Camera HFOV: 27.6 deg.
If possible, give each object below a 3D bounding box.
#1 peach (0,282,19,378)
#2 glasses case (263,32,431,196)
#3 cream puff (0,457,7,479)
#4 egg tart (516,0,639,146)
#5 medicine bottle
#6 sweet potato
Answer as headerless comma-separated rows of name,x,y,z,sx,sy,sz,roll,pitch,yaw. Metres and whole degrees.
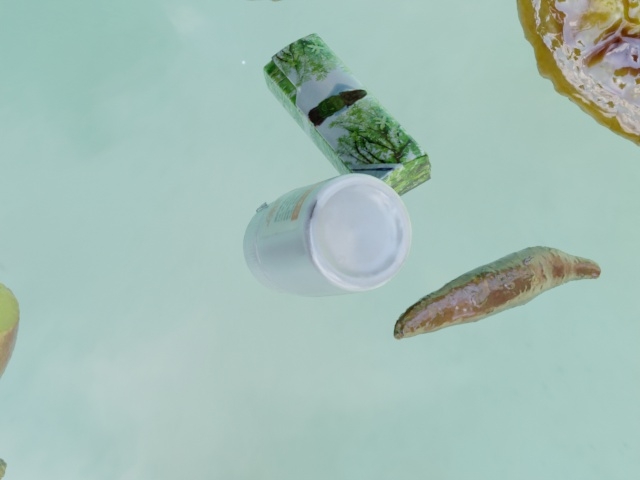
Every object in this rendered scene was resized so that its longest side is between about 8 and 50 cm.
peach,-0.617,0.177,1.986,0.242,0.380,0.306,35,98,-17
glasses case,0.031,-0.160,1.700,0.095,0.062,0.272,-31,54,-12
cream puff,-0.513,0.341,1.676,0.169,0.183,0.183,23,96,-16
egg tart,0.206,-0.148,0.688,0.203,0.147,0.202,2,99,12
medicine bottle,0.000,0.000,1.594,0.145,0.252,0.144,3,82,-23
sweet potato,0.204,0.054,1.518,0.314,0.066,0.072,-17,137,-34
